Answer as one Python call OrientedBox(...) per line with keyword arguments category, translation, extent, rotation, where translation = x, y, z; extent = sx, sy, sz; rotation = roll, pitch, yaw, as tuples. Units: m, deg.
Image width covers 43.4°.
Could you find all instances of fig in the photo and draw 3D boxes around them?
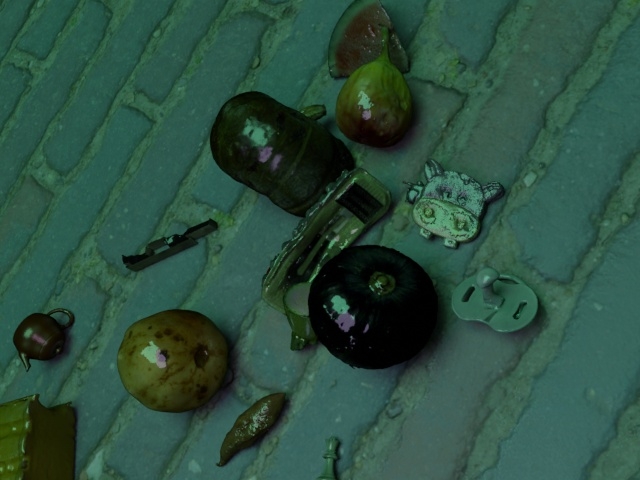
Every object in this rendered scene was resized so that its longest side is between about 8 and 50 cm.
OrientedBox(category="fig", translation=(0.111, -0.315, 1.608), extent=(0.159, 0.159, 0.257), rotation=(0, 76, 31))

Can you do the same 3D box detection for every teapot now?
OrientedBox(category="teapot", translation=(-0.643, 0.229, 1.874), extent=(0.116, 0.116, 0.173), rotation=(12, 50, 34))

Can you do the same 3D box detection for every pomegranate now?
OrientedBox(category="pomegranate", translation=(-0.297, 0.236, 1.602), extent=(0.215, 0.215, 0.215), rotation=(-12, 65, 26))

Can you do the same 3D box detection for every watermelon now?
OrientedBox(category="watermelon", translation=(0.088, -0.421, 1.699), extent=(0.207, 0.136, 0.202), rotation=(-57, 47, 17))

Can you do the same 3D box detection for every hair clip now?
OrientedBox(category="hair clip", translation=(0.231, -0.068, 1.503), extent=(0.187, 0.056, 0.146), rotation=(22, 89, 32))
OrientedBox(category="hair clip", translation=(0.000, -0.001, 1.579), extent=(0.321, 0.138, 0.091), rotation=(-52, 24, 3))

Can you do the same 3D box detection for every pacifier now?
OrientedBox(category="pacifier", translation=(0.296, 0.086, 1.366), extent=(0.150, 0.117, 0.127), rotation=(23, 57, 39))

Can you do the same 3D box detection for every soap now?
OrientedBox(category="soap", translation=(-0.705, 0.517, 1.754), extent=(0.335, 0.156, 0.293), rotation=(-19, 64, 23))

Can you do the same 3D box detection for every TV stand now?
OrientedBox(category="TV stand", translation=(-0.343, 0.009, 1.821), extent=(0.249, 0.036, 0.042), rotation=(-23, 59, 21))

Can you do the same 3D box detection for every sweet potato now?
OrientedBox(category="sweet potato", translation=(-0.138, 0.362, 1.541), extent=(0.206, 0.060, 0.068), rotation=(-48, 22, 17))

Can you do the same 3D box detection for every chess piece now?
OrientedBox(category="chess piece", translation=(0.017, 0.399, 1.446), extent=(0.042, 0.042, 0.093), rotation=(-6, 60, 29))

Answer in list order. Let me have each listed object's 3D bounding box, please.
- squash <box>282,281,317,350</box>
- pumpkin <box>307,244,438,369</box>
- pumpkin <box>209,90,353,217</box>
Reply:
OrientedBox(category="squash", translation=(-0.021, 0.162, 1.536), extent=(0.105, 0.132, 0.105), rotation=(1, 34, -1))
OrientedBox(category="pumpkin", translation=(0.091, 0.116, 1.407), extent=(0.163, 0.233, 0.233), rotation=(115, 144, -52))
OrientedBox(category="pumpkin", translation=(-0.092, -0.210, 1.651), extent=(0.325, 0.232, 0.242), rotation=(31, 85, 32))
